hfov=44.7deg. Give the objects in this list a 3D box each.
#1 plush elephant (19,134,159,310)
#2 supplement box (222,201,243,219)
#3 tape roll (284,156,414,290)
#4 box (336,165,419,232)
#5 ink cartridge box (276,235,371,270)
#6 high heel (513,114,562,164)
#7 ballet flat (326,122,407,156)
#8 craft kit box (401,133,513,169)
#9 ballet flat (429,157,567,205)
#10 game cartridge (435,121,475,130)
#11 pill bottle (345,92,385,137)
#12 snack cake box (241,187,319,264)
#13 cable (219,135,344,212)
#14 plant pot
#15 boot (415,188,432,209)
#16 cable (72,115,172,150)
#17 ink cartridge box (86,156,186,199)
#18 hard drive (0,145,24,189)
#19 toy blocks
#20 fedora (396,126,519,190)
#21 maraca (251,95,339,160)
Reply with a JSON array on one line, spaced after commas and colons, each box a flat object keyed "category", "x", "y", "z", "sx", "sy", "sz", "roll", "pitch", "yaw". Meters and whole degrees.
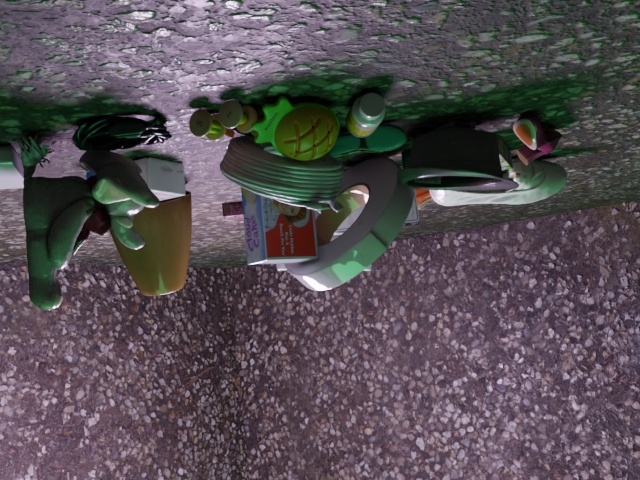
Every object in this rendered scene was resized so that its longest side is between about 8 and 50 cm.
[{"category": "plush elephant", "x": -0.461, "y": -0.064, "z": 1.586, "sx": 0.255, "sy": 0.330, "sz": 0.272, "roll": -3, "pitch": -152, "yaw": -14}, {"category": "supplement box", "x": -0.271, "y": -0.096, "z": 2.495, "sx": 0.083, "sy": 0.043, "sz": 0.055, "roll": -6, "pitch": 173, "yaw": -5}, {"category": "tape roll", "x": 0.068, "y": -0.046, "z": 1.964, "sx": 0.072, "sy": 0.392, "sz": 0.392, "roll": 43, "pitch": 147, "yaw": -25}, {"category": "box", "x": 0.127, "y": -0.112, "z": 2.208, "sx": 0.290, "sy": 0.169, "sz": 0.087, "roll": -8, "pitch": 175, "yaw": 5}, {"category": "ink cartridge box", "x": 0.000, "y": 0.000, "z": 2.377, "sx": 0.289, "sy": 0.121, "sz": 0.211, "roll": 1, "pitch": -159, "yaw": -9}, {"category": "high heel", "x": 0.523, "y": -0.258, "z": 1.828, "sx": 0.117, "sy": 0.082, "sz": 0.244, "roll": -38, "pitch": 155, "yaw": 2}, {"category": "ballet flat", "x": 0.095, "y": -0.226, "z": 1.717, "sx": 0.188, "sy": 0.070, "sz": 0.070, "roll": -5, "pitch": 173, "yaw": 5}, {"category": "craft kit box", "x": 0.366, "y": -0.211, "z": 2.058, "sx": 0.250, "sy": 0.061, "sz": 0.246, "roll": -8, "pitch": 170, "yaw": 20}, {"category": "ballet flat", "x": 0.515, "y": -0.176, "z": 2.247, "sx": 0.400, "sy": 0.139, "sz": 0.139, "roll": -6, "pitch": 173, "yaw": 6}, {"category": "game cartridge", "x": 0.308, "y": -0.256, "z": 1.788, "sx": 0.083, "sy": 0.017, "sz": 0.056, "roll": -1, "pitch": 168, "yaw": -36}, {"category": "pill bottle", "x": 0.088, "y": -0.243, "z": 1.495, "sx": 0.065, "sy": 0.065, "sz": 0.116, "roll": -5, "pitch": 173, "yaw": -9}, {"category": "snack cake box", "x": -0.100, "y": -0.078, "z": 1.860, "sx": 0.152, "sy": 0.264, "sz": 0.089, "roll": 0, "pitch": 171, "yaw": -37}, {"category": "cable", "x": -0.079, "y": -0.150, "z": 1.625, "sx": 0.257, "sy": 0.089, "sz": 0.257, "roll": 11, "pitch": -163, "yaw": -11}, {"category": "plant pot", "x": -0.444, "y": 0.011, "z": 2.099, "sx": 0.237, "sy": 0.254, "sz": 0.237, "roll": -8, "pitch": -168, "yaw": 2}, {"category": "boot", "x": 0.322, "y": -0.164, "z": 2.359, "sx": 0.158, "sy": 0.084, "sz": 0.059, "roll": -35, "pitch": -155, "yaw": 7}, {"category": "cable", "x": -0.385, "y": -0.207, "z": 1.508, "sx": 0.184, "sy": 0.047, "sz": 0.150, "roll": -9, "pitch": 178, "yaw": 2}, {"category": "ink cartridge box", "x": -0.439, "y": -0.136, "z": 1.861, "sx": 0.191, "sy": 0.082, "sz": 0.139, "roll": -8, "pitch": 173, "yaw": 29}, {"category": "hard drive", "x": -0.808, "y": -0.142, "z": 1.626, "sx": 0.353, "sy": 0.047, "sz": 0.233, "roll": -4, "pitch": 173, "yaw": -12}, {"category": "toy blocks", "x": -0.161, "y": -0.222, "z": 1.500, "sx": 0.123, "sy": 0.054, "sz": 0.148, "roll": -10, "pitch": 172, "yaw": 27}, {"category": "fedora", "x": 0.313, "y": -0.186, "z": 1.774, "sx": 0.275, "sy": 0.124, "sz": 0.244, "roll": 0, "pitch": 175, "yaw": 31}, {"category": "maraca", "x": -0.044, "y": -0.212, "z": 1.484, "sx": 0.186, "sy": 0.099, "sz": 0.127, "roll": 12, "pitch": 121, "yaw": -39}]
